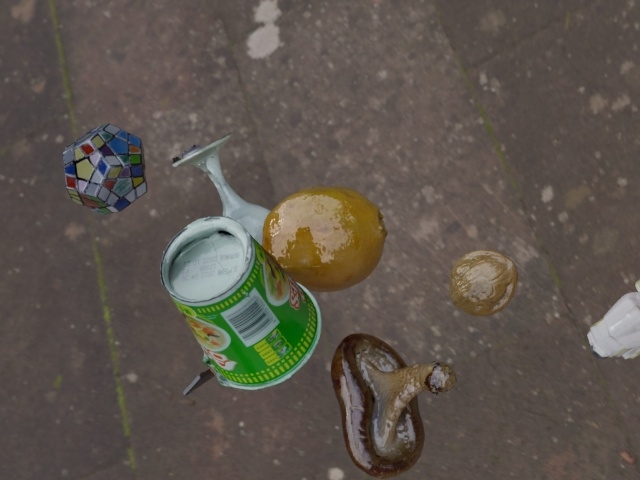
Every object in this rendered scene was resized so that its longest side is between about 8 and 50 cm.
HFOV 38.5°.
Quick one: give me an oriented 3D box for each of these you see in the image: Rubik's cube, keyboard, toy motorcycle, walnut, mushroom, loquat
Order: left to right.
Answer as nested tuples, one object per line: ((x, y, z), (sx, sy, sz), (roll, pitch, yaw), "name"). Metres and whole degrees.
((-0.256, -0.085, 1.094), (0.111, 0.093, 0.111), (-27, 20, 10), "Rubik's cube")
((-0.247, 0.299, 2.066), (0.013, 0.204, 0.061), (45, 107, 8), "keyboard")
((0.000, 0.000, 1.579), (0.234, 0.176, 0.187), (-8, 100, 11), "loquat")
((0.120, 0.209, 1.335), (0.217, 0.148, 0.227), (-47, 52, 44), "mushroom")
((0.260, 0.066, 1.457), (0.124, 0.105, 0.105), (-41, 55, 33), "walnut")
((0.510, 0.058, 1.222), (0.340, 0.223, 0.108), (-33, 70, 7), "toy motorcycle")

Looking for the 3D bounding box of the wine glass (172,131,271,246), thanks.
((-0.160, -0.048, 1.773), (0.143, 0.143, 0.321), (-23, 100, 18), "wine glass")

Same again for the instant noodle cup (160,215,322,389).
((-0.129, 0.089, 1.381), (0.207, 0.233, 0.207), (-10, 56, 14), "instant noodle cup")
